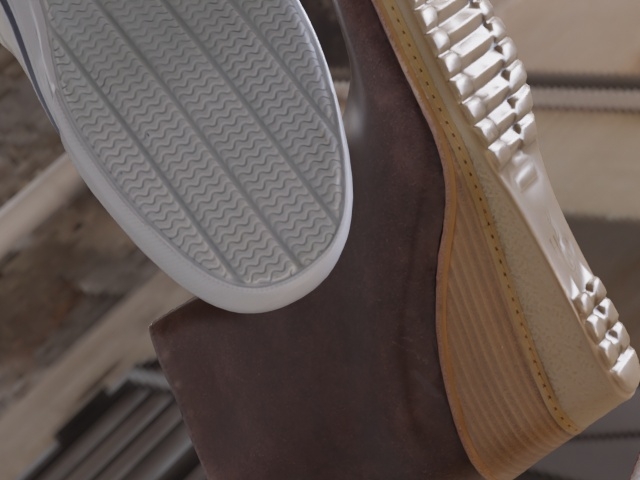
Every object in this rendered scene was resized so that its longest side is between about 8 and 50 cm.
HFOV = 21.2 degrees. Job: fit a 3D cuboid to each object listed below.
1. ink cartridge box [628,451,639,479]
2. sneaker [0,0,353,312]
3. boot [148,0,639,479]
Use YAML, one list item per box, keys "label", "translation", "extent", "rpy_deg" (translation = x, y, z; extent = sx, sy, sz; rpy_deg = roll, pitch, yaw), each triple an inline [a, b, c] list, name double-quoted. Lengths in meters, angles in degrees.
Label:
- label: "ink cartridge box"
  translation: [0.172, 0.164, 0.492]
  extent: [0.239, 0.275, 0.060]
  rpy_deg: [30, -41, 3]
- label: "sneaker"
  translation: [-0.069, -0.079, 0.609]
  extent: [0.258, 0.094, 0.091]
  rpy_deg: [59, -13, 20]
- label: "boot"
  translation: [0.000, 0.000, 0.732]
  extent: [0.206, 0.090, 0.248]
  rpy_deg: [-25, -92, 29]
